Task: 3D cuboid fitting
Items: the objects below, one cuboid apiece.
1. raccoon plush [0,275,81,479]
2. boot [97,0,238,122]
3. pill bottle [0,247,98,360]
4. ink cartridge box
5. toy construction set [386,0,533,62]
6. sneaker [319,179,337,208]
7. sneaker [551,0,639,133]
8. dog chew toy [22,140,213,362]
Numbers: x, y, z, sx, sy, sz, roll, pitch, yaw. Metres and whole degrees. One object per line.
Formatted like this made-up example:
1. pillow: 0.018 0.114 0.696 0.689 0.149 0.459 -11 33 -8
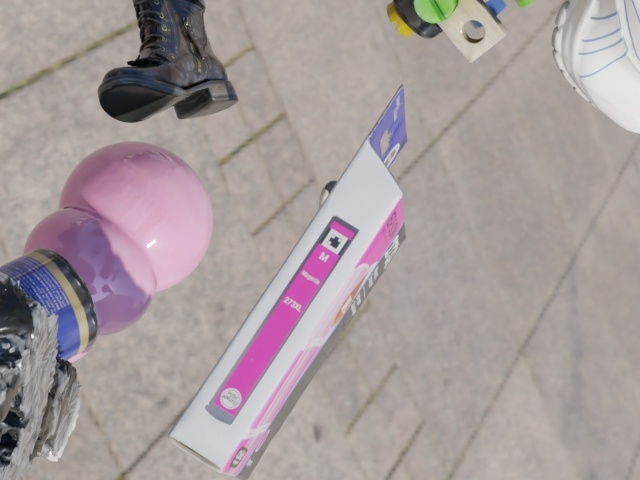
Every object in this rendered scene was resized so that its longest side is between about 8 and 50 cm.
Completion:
1. raccoon plush: -0.395 0.142 1.156 0.446 0.299 0.216 102 3 -69
2. boot: -0.213 -0.268 1.662 0.263 0.091 0.229 -7 78 -62
3. pill bottle: -0.348 0.104 1.366 0.219 0.123 0.122 -31 105 -36
4. ink cartridge box: -0.001 0.046 1.218 0.371 0.069 0.176 -59 170 -8
5. toy construction set: 0.155 -0.300 1.145 0.237 0.258 0.308 -42 122 -55
6. sneaker: 0.000 0.000 1.575 0.057 0.075 0.161 -46 139 -44
7. sneaker: 0.234 -0.157 0.907 0.129 0.111 0.297 51 -9 31
8. dog chew toy: -0.284 0.025 1.711 0.332 0.207 0.206 -53 124 -33
